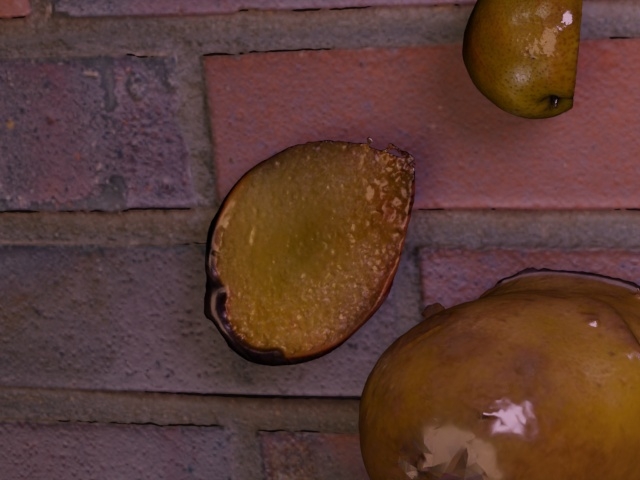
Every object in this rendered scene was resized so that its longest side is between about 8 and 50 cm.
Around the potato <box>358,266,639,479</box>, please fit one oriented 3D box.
[{"bbox_3d":[0.216,0.211,1.740,0.397,0.296,0.290,43,117,8],"label":"potato"}]

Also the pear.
[{"bbox_3d":[0.174,-0.175,1.728,0.104,0.141,0.141,0,105,4],"label":"pear"}]

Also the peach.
[{"bbox_3d":[0.001,0.000,1.888,0.279,0.068,0.189,-38,81,28],"label":"peach"}]
